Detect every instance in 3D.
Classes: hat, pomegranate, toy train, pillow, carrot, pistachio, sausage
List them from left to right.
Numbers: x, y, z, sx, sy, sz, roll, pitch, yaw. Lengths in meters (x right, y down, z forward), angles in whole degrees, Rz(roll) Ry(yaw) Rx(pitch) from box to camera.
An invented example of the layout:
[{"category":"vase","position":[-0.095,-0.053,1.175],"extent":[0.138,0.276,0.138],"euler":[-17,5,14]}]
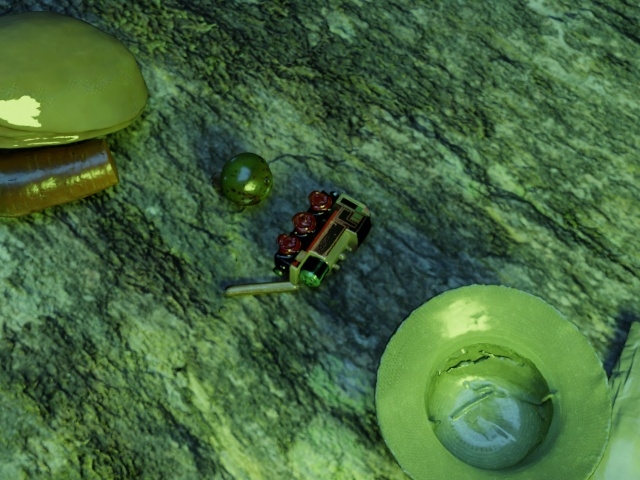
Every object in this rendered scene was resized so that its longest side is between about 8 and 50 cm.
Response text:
[{"category":"pistachio","position":[-0.349,-0.194,1.298],"extent":[0.293,0.162,0.182],"euler":[-10,61,-43]},{"category":"carrot","position":[-0.356,-0.077,1.328],"extent":[0.193,0.087,0.087],"euler":[-8,67,-5]},{"category":"pomegranate","position":[-0.102,-0.074,1.325],"extent":[0.084,0.073,0.073],"euler":[-22,67,12]},{"category":"sausage","position":[-0.073,0.059,1.293],"extent":[0.100,0.015,0.015],"euler":[-5,67,0]},{"category":"toy train","position":[0.000,0.000,1.293],"extent":[0.087,0.050,0.138],"euler":[29,63,14]},{"category":"hat","position":[0.185,0.188,1.165],"extent":[0.257,0.130,0.257],"euler":[-1,67,1]},{"category":"pillow","position":[0.381,0.216,1.192],"extent":[0.148,0.050,0.230],"euler":[26,70,19]}]
